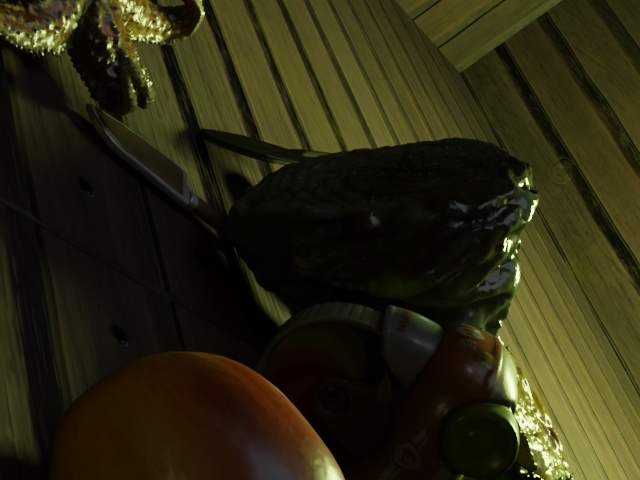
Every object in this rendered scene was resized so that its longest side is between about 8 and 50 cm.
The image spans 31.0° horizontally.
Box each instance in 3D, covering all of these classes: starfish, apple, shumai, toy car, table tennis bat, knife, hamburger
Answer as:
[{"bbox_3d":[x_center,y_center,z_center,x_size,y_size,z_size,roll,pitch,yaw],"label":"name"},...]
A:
[{"bbox_3d":[-0.250,-0.257,1.110,0.303,0.113,0.312,40,25,-27],"label":"starfish"},{"bbox_3d":[-0.077,0.159,0.707,0.199,0.199,0.199,49,18,-22],"label":"apple"},{"bbox_3d":[0.077,0.048,1.193,0.304,0.309,0.264,-30,120,-57],"label":"shumai"},{"bbox_3d":[0.049,0.144,1.021,0.235,0.235,0.145,54,15,-7],"label":"toy car"},{"bbox_3d":[-0.044,-0.104,1.383,0.131,0.022,0.234,23,12,36],"label":"table tennis bat"},{"bbox_3d":[-0.145,-0.055,1.161,0.256,0.022,0.046,40,33,-37],"label":"knife"},{"bbox_3d":[0.194,0.220,1.398,0.285,0.134,0.265,51,13,-39],"label":"hamburger"}]
